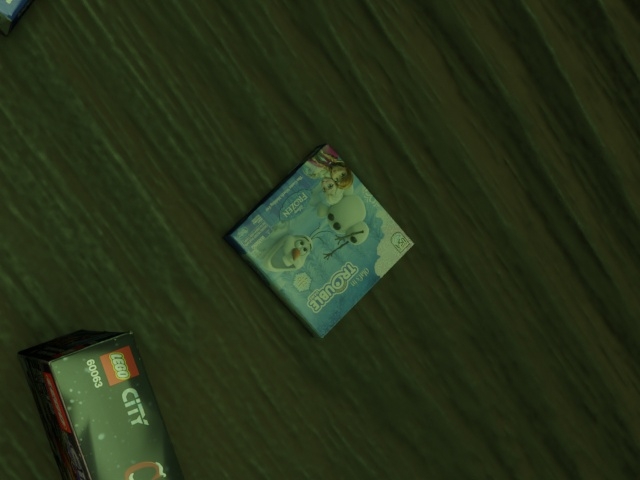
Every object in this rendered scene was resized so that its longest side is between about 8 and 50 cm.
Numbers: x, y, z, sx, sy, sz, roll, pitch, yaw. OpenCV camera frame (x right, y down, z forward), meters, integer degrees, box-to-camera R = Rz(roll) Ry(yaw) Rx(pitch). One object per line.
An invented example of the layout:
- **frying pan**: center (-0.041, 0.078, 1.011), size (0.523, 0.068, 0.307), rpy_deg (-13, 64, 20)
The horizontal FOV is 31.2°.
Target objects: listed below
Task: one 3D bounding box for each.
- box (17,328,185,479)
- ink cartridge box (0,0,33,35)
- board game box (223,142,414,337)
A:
- **box**: center (-0.098, 0.163, 0.616), size (0.044, 0.159, 0.233), rpy_deg (-20, 93, -20)
- **ink cartridge box**: center (-0.236, -0.221, 0.653), size (0.207, 0.046, 0.097), rpy_deg (36, 76, -14)
- **board game box**: center (0.000, 0.000, 0.736), size (0.090, 0.020, 0.090), rpy_deg (-45, 102, -17)
